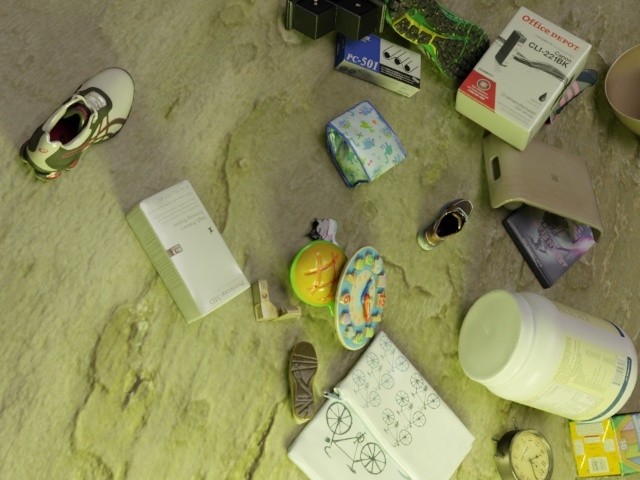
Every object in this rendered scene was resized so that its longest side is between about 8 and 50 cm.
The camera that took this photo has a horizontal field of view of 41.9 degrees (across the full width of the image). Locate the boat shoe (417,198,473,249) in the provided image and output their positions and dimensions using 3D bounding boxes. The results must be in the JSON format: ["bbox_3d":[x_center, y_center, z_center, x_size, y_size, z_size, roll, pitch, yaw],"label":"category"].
[{"bbox_3d":[0.295,-0.040,1.867,0.183,0.066,0.066,-42,98,-34],"label":"boat shoe"}]

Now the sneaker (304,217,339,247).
[{"bbox_3d":[0.000,0.000,1.695,0.069,0.038,0.098,8,62,-27],"label":"sneaker"}]

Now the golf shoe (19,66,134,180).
[{"bbox_3d":[-0.406,-0.217,1.467,0.105,0.120,0.273,40,57,-12],"label":"golf shoe"}]

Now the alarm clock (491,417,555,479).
[{"bbox_3d":[0.448,0.484,1.793,0.192,0.064,0.129,45,57,-9],"label":"alarm clock"}]

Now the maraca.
[{"bbox_3d":[0.013,0.075,1.641,0.185,0.099,0.127,40,84,-36],"label":"maraca"}]

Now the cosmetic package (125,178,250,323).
[{"bbox_3d":[-0.239,0.020,1.512,0.117,0.085,0.231,-33,92,-34],"label":"cosmetic package"}]

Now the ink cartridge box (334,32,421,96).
[{"bbox_3d":[0.133,-0.407,1.900,0.207,0.046,0.097,15,66,-26],"label":"ink cartridge box"}]

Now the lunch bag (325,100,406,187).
[{"bbox_3d":[0.088,-0.207,1.778,0.129,0.096,0.151,-36,104,-34],"label":"lunch bag"}]

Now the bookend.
[{"bbox_3d":[0.033,-0.485,1.802,0.156,0.072,0.157,35,52,26],"label":"bookend"}]

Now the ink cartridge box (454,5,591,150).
[{"bbox_3d":[0.476,-0.383,1.967,0.197,0.114,0.273,35,78,14],"label":"ink cartridge box"}]

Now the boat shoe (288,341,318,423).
[{"bbox_3d":[-0.036,0.269,1.585,0.056,0.048,0.153,4,65,-18],"label":"boat shoe"}]

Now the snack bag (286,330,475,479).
[{"bbox_3d":[0.125,0.403,1.639,0.323,0.037,0.342,51,56,-8],"label":"snack bag"}]

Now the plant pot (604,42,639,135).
[{"bbox_3d":[0.935,-0.380,2.276,0.191,0.284,0.284,51,47,-51],"label":"plant pot"}]

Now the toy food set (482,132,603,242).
[{"bbox_3d":[0.536,-0.126,2.016,0.306,0.092,0.220,17,50,-21],"label":"toy food set"}]

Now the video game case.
[{"bbox_3d":[0.580,-0.032,2.066,0.274,0.026,0.196,-36,94,-35],"label":"video game case"}]

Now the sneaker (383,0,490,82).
[{"bbox_3d":[0.270,-0.498,1.962,0.343,0.134,0.146,31,16,-36],"label":"sneaker"}]

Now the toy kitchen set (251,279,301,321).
[{"bbox_3d":[-0.076,0.111,1.590,0.083,0.068,0.075,-1,75,-32],"label":"toy kitchen set"}]

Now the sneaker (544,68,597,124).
[{"bbox_3d":[0.594,-0.367,2.148,0.319,0.112,0.131,-15,98,-30],"label":"sneaker"}]

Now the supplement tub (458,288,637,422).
[{"bbox_3d":[0.483,0.244,1.788,0.324,0.235,0.235,20,65,-25],"label":"supplement tub"}]

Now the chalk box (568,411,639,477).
[{"bbox_3d":[0.698,0.461,1.913,0.213,0.132,0.132,0,74,-33],"label":"chalk box"}]

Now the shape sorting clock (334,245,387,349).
[{"bbox_3d":[0.082,0.113,1.641,0.206,0.040,0.206,-29,123,-59],"label":"shape sorting clock"}]
